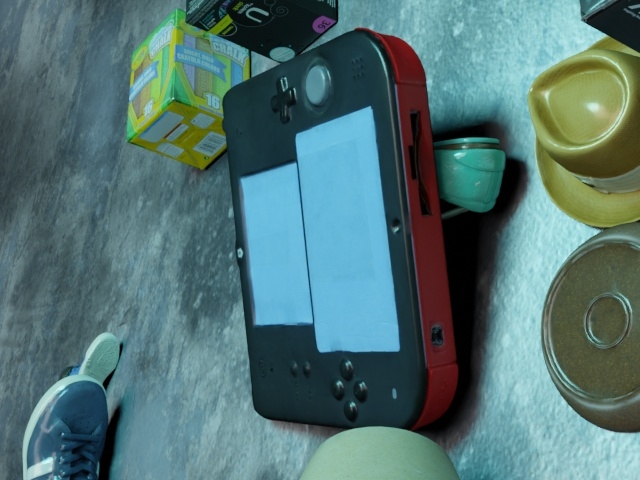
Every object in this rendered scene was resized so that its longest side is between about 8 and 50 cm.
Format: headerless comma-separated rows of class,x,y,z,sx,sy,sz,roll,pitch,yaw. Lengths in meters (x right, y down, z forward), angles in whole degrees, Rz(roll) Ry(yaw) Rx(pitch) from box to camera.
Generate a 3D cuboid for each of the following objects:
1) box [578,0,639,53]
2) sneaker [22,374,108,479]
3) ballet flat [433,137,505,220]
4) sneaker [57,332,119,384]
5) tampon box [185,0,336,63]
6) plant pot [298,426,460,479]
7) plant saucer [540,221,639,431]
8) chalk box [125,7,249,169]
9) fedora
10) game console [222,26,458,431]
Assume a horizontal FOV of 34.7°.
box,0.271,-0.195,0.672,0.060,0.270,0.216,-30,51,47
sneaker,-0.355,0.372,1.457,0.148,0.131,0.350,15,93,50
ballet flat,0.092,-0.062,1.045,0.247,0.083,0.087,10,97,58
sneaker,-0.367,0.202,1.600,0.084,0.058,0.152,33,109,47
tampon box,-0.078,-0.323,1.337,0.120,0.161,0.101,-31,51,47
plant pot,0.042,0.298,0.824,0.256,0.256,0.274,-43,28,37
plant saucer,0.233,0.066,0.809,0.168,0.029,0.168,-21,64,51
chalk box,-0.190,-0.238,1.486,0.132,0.132,0.213,-35,48,42
fedora,0.234,-0.106,0.855,0.194,0.079,0.194,-31,50,46
game console,0.000,0.000,1.063,0.342,0.060,0.386,-9,86,53
